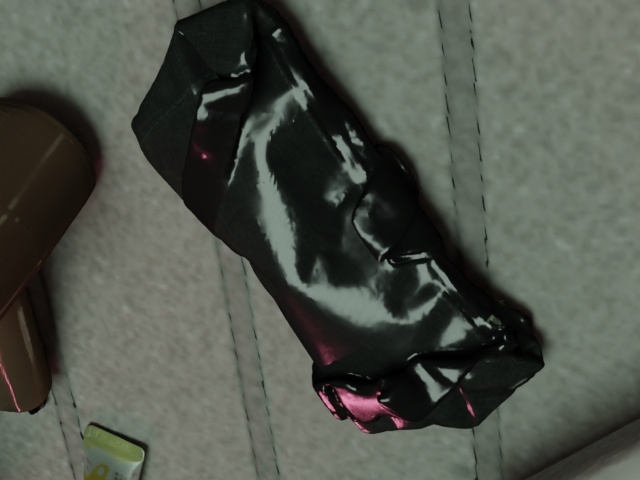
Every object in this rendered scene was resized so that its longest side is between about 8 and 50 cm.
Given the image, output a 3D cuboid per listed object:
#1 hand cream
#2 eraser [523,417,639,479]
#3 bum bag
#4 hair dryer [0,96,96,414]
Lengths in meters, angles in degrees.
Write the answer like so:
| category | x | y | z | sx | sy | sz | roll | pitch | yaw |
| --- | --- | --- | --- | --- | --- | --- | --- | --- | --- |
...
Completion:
| category | x | y | z | sx | sy | sz | roll | pitch | yaw |
| --- | --- | --- | --- | --- | --- | --- | --- | --- | --- |
| hand cream | -0.107 | 0.139 | 0.683 | 0.035 | 0.022 | 0.102 | 22 | 122 | 21 |
| eraser | 0.189 | 0.118 | 0.461 | 0.270 | 0.095 | 0.174 | -39 | 81 | 38 |
| bum bag | 0.000 | 0.000 | 0.523 | 0.087 | 0.049 | 0.197 | -32 | 100 | 33 |
| hair dryer | -0.145 | 0.035 | 0.598 | 0.064 | 0.117 | 0.181 | 21 | 146 | 14 |
